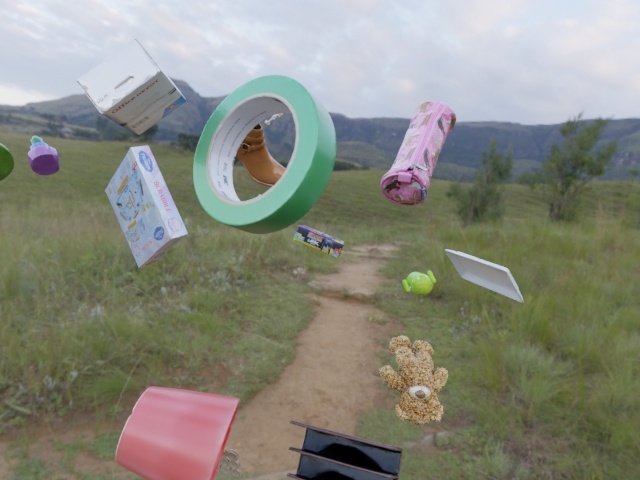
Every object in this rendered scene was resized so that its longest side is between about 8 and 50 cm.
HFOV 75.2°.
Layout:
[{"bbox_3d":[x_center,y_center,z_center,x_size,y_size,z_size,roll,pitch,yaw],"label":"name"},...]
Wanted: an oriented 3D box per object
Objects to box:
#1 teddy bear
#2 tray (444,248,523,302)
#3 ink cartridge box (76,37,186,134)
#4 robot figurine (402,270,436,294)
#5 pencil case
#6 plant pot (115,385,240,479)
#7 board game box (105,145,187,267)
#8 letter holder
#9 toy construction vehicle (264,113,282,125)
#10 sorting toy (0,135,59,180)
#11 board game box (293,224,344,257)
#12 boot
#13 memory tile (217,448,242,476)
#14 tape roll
[{"bbox_3d":[0.338,0.471,1.472,0.245,0.113,0.338,29,36,6],"label":"teddy bear"},{"bbox_3d":[0.524,0.101,1.333,0.145,0.030,0.270,51,-10,-25],"label":"tray"},{"bbox_3d":[-0.375,-0.304,0.851,0.082,0.139,0.190,53,-2,-3],"label":"ink cartridge box"},{"bbox_3d":[0.311,0.135,1.305,0.101,0.067,0.115,-16,6,-6],"label":"robot figurine"},{"bbox_3d":[0.331,-0.296,1.387,0.167,0.386,0.160,-8,-45,47],"label":"pencil case"},{"bbox_3d":[-0.371,0.516,1.089,0.243,0.275,0.275,18,3,-2],"label":"plant pot"},{"bbox_3d":[-0.599,-0.102,1.407,0.065,0.318,0.318,-22,-4,-45],"label":"board game box"},{"bbox_3d":[0.059,0.616,1.155,0.301,0.152,0.214,5,-27,19],"label":"letter holder"},{"bbox_3d":[-0.137,-0.380,1.152,0.086,0.098,0.035,47,12,-28],"label":"toy construction vehicle"},{"bbox_3d":[-0.788,-0.204,0.905,0.365,0.127,0.126,-11,54,-44],"label":"sorting toy"},{"bbox_3d":[0.000,0.000,1.251,0.141,0.048,0.170,24,4,2],"label":"board game box"},{"bbox_3d":[-0.210,-0.319,1.440,0.283,0.109,0.220,34,-33,4],"label":"boot"},{"bbox_3d":[-0.318,0.690,1.308,0.147,0.113,0.012,3,24,19],"label":"memory tile"},{"bbox_3d":[-0.124,-0.176,0.859,0.321,0.322,0.077,13,-5,33],"label":"tape roll"}]
